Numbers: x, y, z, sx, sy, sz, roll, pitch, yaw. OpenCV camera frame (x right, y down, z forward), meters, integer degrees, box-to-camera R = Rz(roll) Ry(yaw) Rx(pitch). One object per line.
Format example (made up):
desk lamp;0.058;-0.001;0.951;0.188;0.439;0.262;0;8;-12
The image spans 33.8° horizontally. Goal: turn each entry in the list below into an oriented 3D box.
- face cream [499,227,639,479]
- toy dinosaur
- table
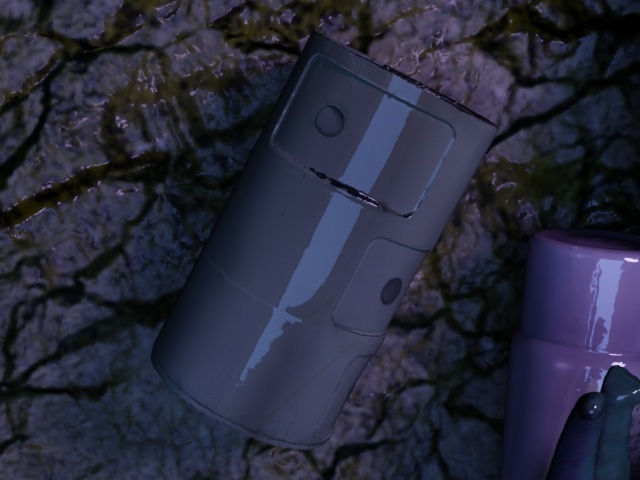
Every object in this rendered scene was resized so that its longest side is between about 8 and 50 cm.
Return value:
face cream;0.164;0.133;0.664;0.096;0.154;0.274;13;102;41
toy dinosaur;0.154;0.242;0.600;0.383;0.129;0.331;18;107;-45
table;0.000;0.000;0.634;0.126;0.126;0.220;27;101;-3
